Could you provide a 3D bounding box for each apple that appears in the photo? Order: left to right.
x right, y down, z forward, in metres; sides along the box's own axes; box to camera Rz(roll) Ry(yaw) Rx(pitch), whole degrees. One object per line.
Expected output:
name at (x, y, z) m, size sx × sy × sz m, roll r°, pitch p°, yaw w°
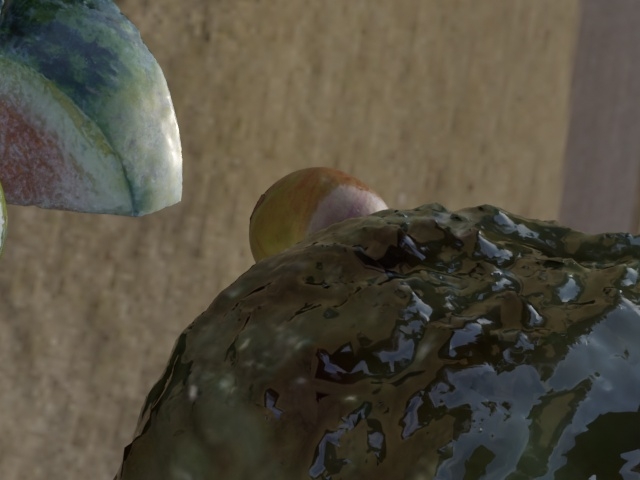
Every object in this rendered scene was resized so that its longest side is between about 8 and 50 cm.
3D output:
apple at (0.000, 0.000, 0.994) m, size 0.084 × 0.084 × 0.071 m, roll 78°, pitch 31°, yaw -48°

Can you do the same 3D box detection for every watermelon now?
watermelon at (-0.282, -0.147, 1.868) m, size 0.310 × 0.232 × 0.193 m, roll 58°, pitch 13°, yaw -15°

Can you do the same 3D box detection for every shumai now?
shumai at (0.150, 0.165, 0.677) m, size 0.395 × 0.348 × 0.395 m, roll -3°, pitch 94°, yaw -35°

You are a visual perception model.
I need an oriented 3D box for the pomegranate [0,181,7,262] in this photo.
pomegranate at (-0.226, 0.013, 0.861) m, size 0.205 × 0.159 × 0.159 m, roll 62°, pitch 0°, yaw 29°
